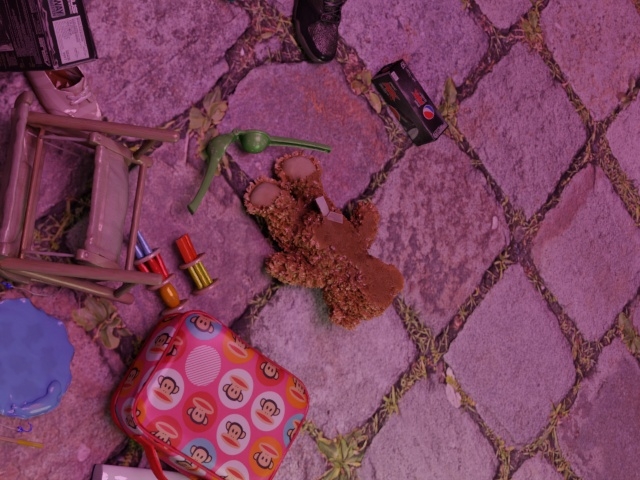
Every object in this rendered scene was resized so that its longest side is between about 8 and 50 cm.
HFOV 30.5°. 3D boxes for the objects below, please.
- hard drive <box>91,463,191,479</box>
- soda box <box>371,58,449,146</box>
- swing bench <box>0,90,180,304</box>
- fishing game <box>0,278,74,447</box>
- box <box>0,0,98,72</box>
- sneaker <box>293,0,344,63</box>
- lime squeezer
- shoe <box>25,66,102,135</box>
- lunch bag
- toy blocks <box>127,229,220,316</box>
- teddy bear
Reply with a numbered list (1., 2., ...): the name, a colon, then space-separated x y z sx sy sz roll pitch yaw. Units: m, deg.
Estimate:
1. hard drive: -0.231 0.483 1.907 0.319 0.040 0.210 14 75 -34
2. soda box: 0.175 -0.268 2.298 0.169 0.060 0.053 53 56 -18
3. swing bench: -0.369 -0.058 1.784 0.255 0.165 0.253 13 71 -23
4. fishing game: -0.457 0.178 1.782 0.189 0.041 0.264 16 69 -42
5. box: -0.447 -0.395 1.682 0.076 0.242 0.307 -24 110 -39
6. sneaker: 0.016 -0.445 2.162 0.087 0.130 0.227 5 83 -34
7. lime squeezer: -0.123 -0.151 2.038 0.310 0.059 0.110 -26 60 -33
8. shoe: -0.416 -0.255 1.855 0.076 0.058 0.219 -49 112 -31
9. lunch bag: -0.180 0.281 1.883 0.293 0.120 0.258 40 63 -24
10. toy blocks: -0.247 0.033 1.947 0.123 0.054 0.148 -35 105 -34
11. teddy bear: 0.000 0.000 2.119 0.338 0.113 0.245 38 56 -18
